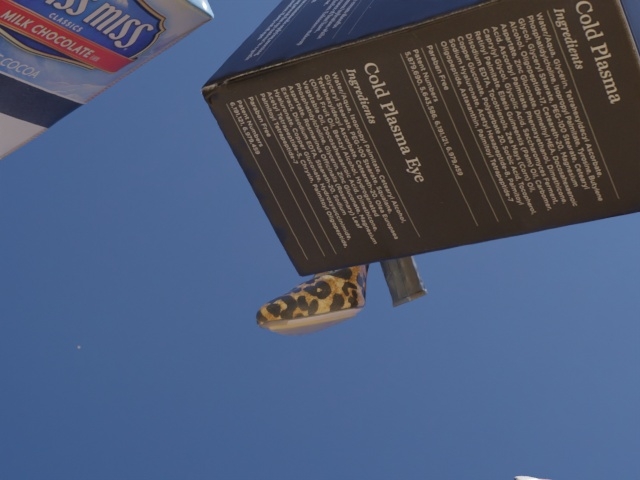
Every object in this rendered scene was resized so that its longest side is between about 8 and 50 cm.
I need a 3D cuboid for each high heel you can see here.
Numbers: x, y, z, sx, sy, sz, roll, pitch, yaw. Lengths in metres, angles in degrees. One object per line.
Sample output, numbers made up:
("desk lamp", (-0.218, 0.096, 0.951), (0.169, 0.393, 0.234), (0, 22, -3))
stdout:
("high heel", (0.000, 0.000, 1.351), (0.261, 0.093, 0.186), (-13, -99, -47))

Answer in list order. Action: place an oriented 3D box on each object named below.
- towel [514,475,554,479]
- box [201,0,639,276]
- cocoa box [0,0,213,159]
("towel", (0.302, 0.271, 1.051), (0.237, 0.329, 0.037), (1, -79, -2))
("box", (0.135, -0.157, 0.966), (0.179, 0.312, 0.343), (62, -144, -23))
("cocoa box", (-0.274, -0.231, 0.837), (0.228, 0.347, 0.231), (-30, -108, 16))
